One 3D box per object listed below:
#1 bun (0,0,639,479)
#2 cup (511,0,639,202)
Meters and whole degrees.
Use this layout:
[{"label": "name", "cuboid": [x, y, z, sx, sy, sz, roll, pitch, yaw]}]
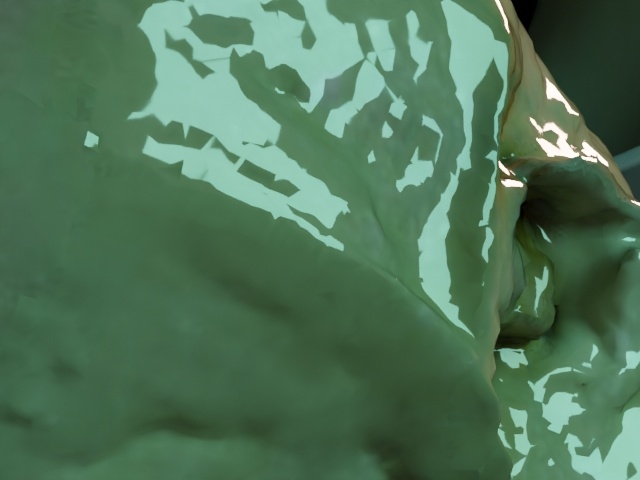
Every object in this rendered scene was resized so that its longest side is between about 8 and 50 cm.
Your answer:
[{"label": "bun", "cuboid": [-0.003, 0.021, 0.587, 0.361, 0.213, 0.361, 35, 49, -55]}, {"label": "cup", "cuboid": [0.125, -0.048, 0.954, 0.237, 0.323, 0.327, -64, 146, -18]}]
